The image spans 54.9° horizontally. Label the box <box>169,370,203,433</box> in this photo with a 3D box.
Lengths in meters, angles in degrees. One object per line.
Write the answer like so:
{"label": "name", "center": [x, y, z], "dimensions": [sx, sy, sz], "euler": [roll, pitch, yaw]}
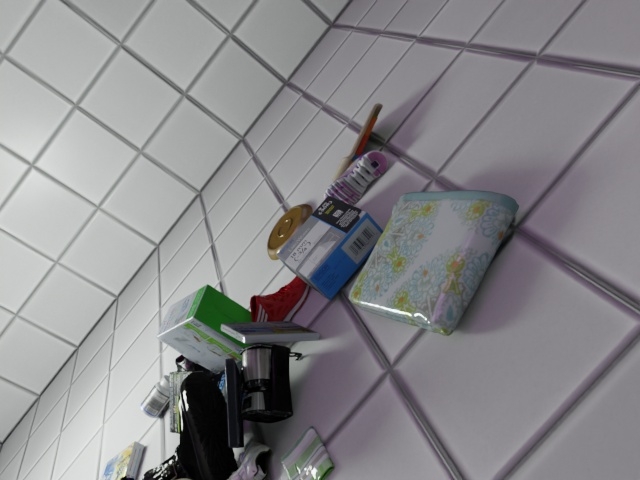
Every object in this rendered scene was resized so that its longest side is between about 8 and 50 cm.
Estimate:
{"label": "box", "center": [-0.415, 0.499, 1.899], "dimensions": [0.184, 0.045, 0.191], "euler": [-18, 72, 51]}

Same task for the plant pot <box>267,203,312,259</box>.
{"label": "plant pot", "center": [-0.118, -0.038, 2.186], "dimensions": [0.236, 0.032, 0.236], "euler": [-40, 27, 26]}

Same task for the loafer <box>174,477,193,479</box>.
{"label": "loafer", "center": [-0.312, 0.622, 1.440], "dimensions": [0.268, 0.092, 0.102], "euler": [-12, 79, 38]}

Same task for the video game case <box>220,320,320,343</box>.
{"label": "video game case", "center": [-0.138, 0.247, 1.661], "dimensions": [0.193, 0.212, 0.023], "euler": [6, 93, 62]}

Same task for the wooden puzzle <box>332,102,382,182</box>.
{"label": "wooden puzzle", "center": [0.126, -0.313, 2.033], "dimensions": [0.239, 0.044, 0.221], "euler": [-60, 0, -18]}

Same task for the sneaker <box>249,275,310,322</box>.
{"label": "sneaker", "center": [-0.123, 0.166, 1.813], "dimensions": [0.087, 0.128, 0.221], "euler": [-4, 54, 59]}

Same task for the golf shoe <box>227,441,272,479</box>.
{"label": "golf shoe", "center": [-0.169, 0.564, 1.456], "dimensions": [0.086, 0.069, 0.176], "euler": [-16, 44, 44]}

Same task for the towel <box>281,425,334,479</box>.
{"label": "towel", "center": [-0.032, 0.490, 1.355], "dimensions": [0.113, 0.023, 0.152], "euler": [-53, 25, 2]}

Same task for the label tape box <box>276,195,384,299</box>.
{"label": "label tape box", "center": [0.000, 0.000, 1.773], "dimensions": [0.241, 0.106, 0.333], "euler": [-49, 31, -7]}

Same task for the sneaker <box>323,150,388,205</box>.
{"label": "sneaker", "center": [0.109, -0.197, 1.934], "dimensions": [0.236, 0.095, 0.104], "euler": [-42, 20, 14]}

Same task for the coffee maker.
{"label": "coffee maker", "center": [-0.118, 0.361, 1.551], "dimensions": [0.120, 0.171, 0.178], "euler": [120, 149, -58]}

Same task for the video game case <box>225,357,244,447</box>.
{"label": "video game case", "center": [-0.210, 0.408, 1.516], "dimensions": [0.274, 0.026, 0.196], "euler": [105, 161, -70]}

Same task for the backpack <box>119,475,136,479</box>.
{"label": "backpack", "center": [-0.574, 0.806, 1.790], "dimensions": [0.158, 0.117, 0.173], "euler": [-48, 25, 12]}

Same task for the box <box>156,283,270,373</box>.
{"label": "box", "center": [-0.315, 0.280, 1.845], "dimensions": [0.231, 0.262, 0.127], "euler": [-30, 33, 43]}

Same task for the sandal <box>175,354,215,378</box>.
{"label": "sandal", "center": [-0.437, 0.390, 2.102], "dimensions": [0.167, 0.107, 0.446], "euler": [-50, 25, 9]}

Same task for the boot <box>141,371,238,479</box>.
{"label": "boot", "center": [-0.364, 0.555, 1.635], "dimensions": [0.260, 0.131, 0.348], "euler": [-40, 49, 26]}

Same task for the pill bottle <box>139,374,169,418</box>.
{"label": "pill bottle", "center": [-0.562, 0.545, 2.155], "dimensions": [0.137, 0.078, 0.078], "euler": [-53, 24, -1]}

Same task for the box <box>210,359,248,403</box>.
{"label": "box", "center": [-0.276, 0.470, 1.778], "dimensions": [0.175, 0.051, 0.220], "euler": [-32, 33, 38]}

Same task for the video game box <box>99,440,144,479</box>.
{"label": "video game box", "center": [-0.685, 0.805, 2.075], "dimensions": [0.205, 0.048, 0.187], "euler": [-40, 30, 28]}

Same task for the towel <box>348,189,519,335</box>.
{"label": "towel", "center": [0.241, 0.038, 1.393], "dimensions": [0.374, 0.090, 0.321], "euler": [6, 66, 62]}
